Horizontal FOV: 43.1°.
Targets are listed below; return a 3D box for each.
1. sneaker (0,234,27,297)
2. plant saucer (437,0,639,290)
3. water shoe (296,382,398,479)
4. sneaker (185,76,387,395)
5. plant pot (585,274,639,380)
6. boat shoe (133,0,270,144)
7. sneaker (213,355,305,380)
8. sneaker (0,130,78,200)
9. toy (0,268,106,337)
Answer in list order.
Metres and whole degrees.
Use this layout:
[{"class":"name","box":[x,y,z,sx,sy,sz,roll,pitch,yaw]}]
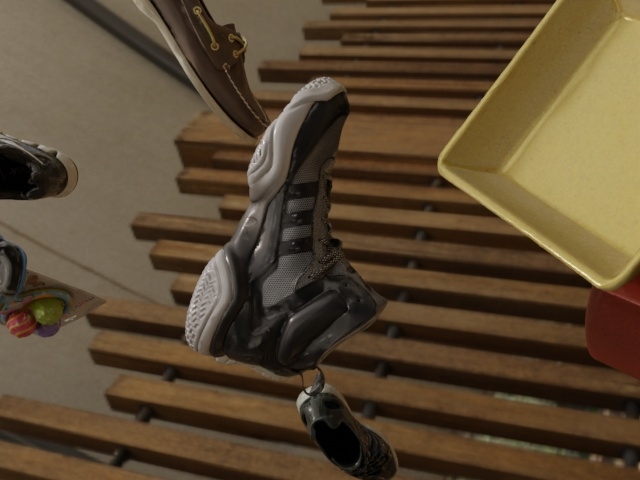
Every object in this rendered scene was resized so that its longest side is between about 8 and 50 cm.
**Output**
[{"class":"sneaker","box":[-0.453,0.009,1.068,0.067,0.188,0.078,-53,-21,24]},{"class":"plant saucer","box":[0.330,-0.136,0.897,0.081,0.333,0.333,31,-80,-36]},{"class":"water shoe","box":[0.034,0.261,1.001,0.203,0.073,0.080,50,-165,-33]},{"class":"sneaker","box":[0.000,0.000,0.713,0.268,0.153,0.101,-65,-10,-2]},{"class":"plant pot","box":[0.474,0.050,0.978,0.236,0.267,0.267,36,-98,-52]},{"class":"boat shoe","box":[-0.167,-0.291,1.180,0.324,0.096,0.116,54,-173,-5]},{"class":"sneaker","box":[-0.064,0.140,1.067,0.166,0.076,0.065,16,-127,-38]},{"class":"sneaker","box":[-0.431,-0.105,1.018,0.106,0.234,0.078,-82,11,-75]},{"class":"toy","box":[-0.452,0.114,1.260,0.237,0.137,0.056,44,-158,-60]}]
